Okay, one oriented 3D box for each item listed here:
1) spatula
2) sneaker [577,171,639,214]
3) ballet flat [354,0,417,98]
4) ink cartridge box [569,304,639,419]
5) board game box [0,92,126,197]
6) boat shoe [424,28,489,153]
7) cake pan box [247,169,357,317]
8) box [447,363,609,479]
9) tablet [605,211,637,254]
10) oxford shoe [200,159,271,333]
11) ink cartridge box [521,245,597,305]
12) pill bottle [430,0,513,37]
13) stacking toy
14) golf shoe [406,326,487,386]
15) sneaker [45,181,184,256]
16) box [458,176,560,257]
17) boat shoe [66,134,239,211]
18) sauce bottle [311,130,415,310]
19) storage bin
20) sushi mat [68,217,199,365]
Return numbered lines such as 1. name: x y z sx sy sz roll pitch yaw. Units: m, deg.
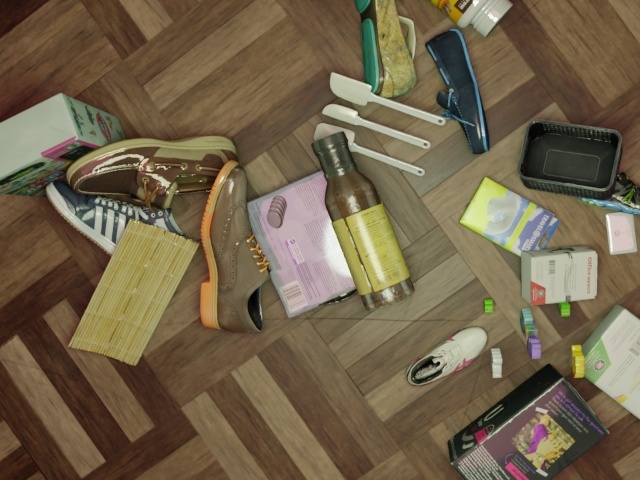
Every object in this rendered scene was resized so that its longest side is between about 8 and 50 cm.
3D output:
1. spatula: 0.115 -0.223 1.734 0.242 0.019 0.168 20 123 4
2. sneaker: 0.604 -0.093 1.708 0.188 0.067 0.078 14 96 11
3. ballet flat: 0.128 -0.457 1.730 0.123 0.123 0.348 -9 90 5
4. ink cartridge box: 0.625 0.252 1.706 0.212 0.093 0.154 38 95 5
5. board game box: -0.525 -0.175 1.691 0.224 0.303 0.097 -24 88 6
6. boat shoe: 0.272 -0.287 1.731 0.089 0.109 0.258 -16 74 12
7. cake pan box: 0.000 0.000 1.768 0.246 0.070 0.266 -25 89 7
8. box: 0.397 0.385 1.693 0.270 0.165 0.143 -39 88 5
9. tablet: 0.604 -0.015 1.743 0.054 0.006 0.083 -7 91 6
10. oxford shoe: -0.154 0.018 1.713 0.133 0.130 0.363 12 118 15
11. ink cartridge box: 0.469 0.068 1.710 0.135 0.056 0.099 -5 104 -8
12. pill bottle: 0.271 -0.500 1.703 0.215 0.117 0.117 42 95 3
13. stacking toy: 0.406 0.183 1.679 0.167 0.221 0.052 -2 123 5
14. golf shoe: 0.257 0.238 1.743 0.186 0.086 0.067 -34 87 4
15. sneaker: -0.407 -0.057 1.764 0.153 0.099 0.282 -45 109 6
16. box: 0.381 -0.038 1.745 0.178 0.042 0.109 29 95 4
17. boat shoe: -0.317 -0.121 1.702 0.342 0.123 0.123 -8 65 -25
18. sauce bottle: 0.076 -0.040 1.672 0.111 0.111 0.344 -20 91 5
19. storage bin: 0.484 -0.155 1.683 0.180 0.084 0.122 11 84 22
20. sushi mat: -0.381 0.109 1.771 0.151 0.019 0.316 23 107 -22
